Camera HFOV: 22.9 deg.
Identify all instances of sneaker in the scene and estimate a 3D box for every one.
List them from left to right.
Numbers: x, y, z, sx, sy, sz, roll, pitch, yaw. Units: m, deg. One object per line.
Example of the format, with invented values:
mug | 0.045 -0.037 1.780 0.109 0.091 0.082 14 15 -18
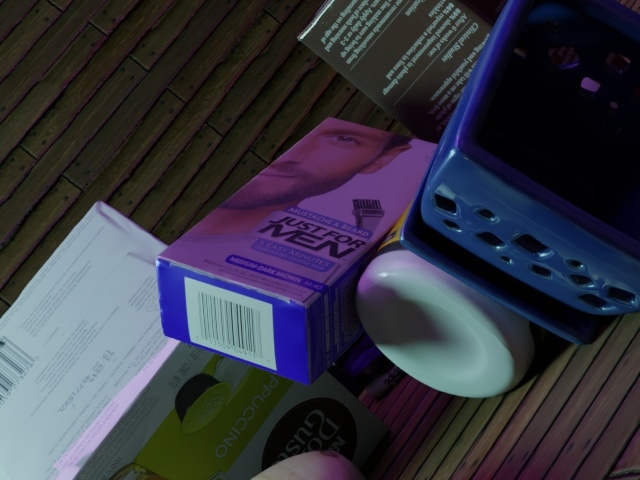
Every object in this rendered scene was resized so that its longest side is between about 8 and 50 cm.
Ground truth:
sneaker | 0.107 0.059 2.038 0.293 0.146 0.102 -51 5 15

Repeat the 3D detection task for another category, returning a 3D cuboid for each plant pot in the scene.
plant pot | 0.213 -0.061 1.404 0.236 0.236 0.212 -64 4 -31

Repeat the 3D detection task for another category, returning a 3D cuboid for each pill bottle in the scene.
pill bottle | 0.190 -0.018 1.612 0.334 0.188 0.188 -54 6 -33

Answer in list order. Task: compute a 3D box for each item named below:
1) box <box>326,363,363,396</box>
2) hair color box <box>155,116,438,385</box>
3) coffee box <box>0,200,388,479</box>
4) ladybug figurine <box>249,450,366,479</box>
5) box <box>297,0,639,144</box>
box | -0.023 0.152 2.361 0.296 0.183 0.294 -52 4 -19
hair color box | 0.000 0.000 1.674 0.339 0.185 0.110 -41 -41 -47
coffee box | -0.194 0.217 1.901 0.337 0.334 0.338 -52 37 -8
ladybug figurine | -0.042 0.330 1.343 0.305 0.162 0.449 -51 4 -6
box | 0.188 -0.200 1.818 0.191 0.381 0.143 -46 5 41
